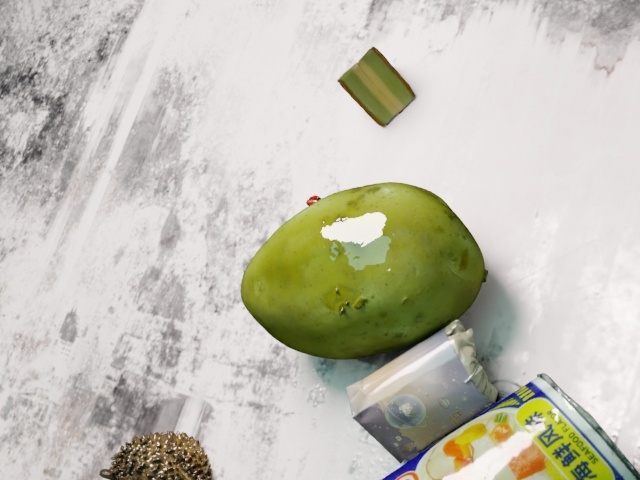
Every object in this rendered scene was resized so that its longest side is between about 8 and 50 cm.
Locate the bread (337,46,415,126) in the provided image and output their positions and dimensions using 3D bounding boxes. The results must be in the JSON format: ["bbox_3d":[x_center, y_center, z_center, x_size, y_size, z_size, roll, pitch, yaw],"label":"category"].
[{"bbox_3d":[0.061,-0.234,1.426,0.074,0.139,0.084,-43,53,9],"label":"bread"}]

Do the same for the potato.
[{"bbox_3d":[0.051,0.040,1.262,0.304,0.216,0.215,-17,60,34],"label":"potato"}]

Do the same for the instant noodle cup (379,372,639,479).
[{"bbox_3d":[0.172,0.307,1.041,0.312,0.284,0.284,-40,52,0],"label":"instant noodle cup"}]

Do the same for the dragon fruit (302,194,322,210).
[{"bbox_3d":[-0.004,-0.002,1.405,0.112,0.068,0.126,-23,56,22],"label":"dragon fruit"}]

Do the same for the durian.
[{"bbox_3d":[-0.238,0.324,1.385,0.188,0.091,0.148,0,68,34],"label":"durian"}]

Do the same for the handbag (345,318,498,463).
[{"bbox_3d":[0.129,0.179,1.203,0.173,0.117,0.095,-35,35,11],"label":"handbag"}]
